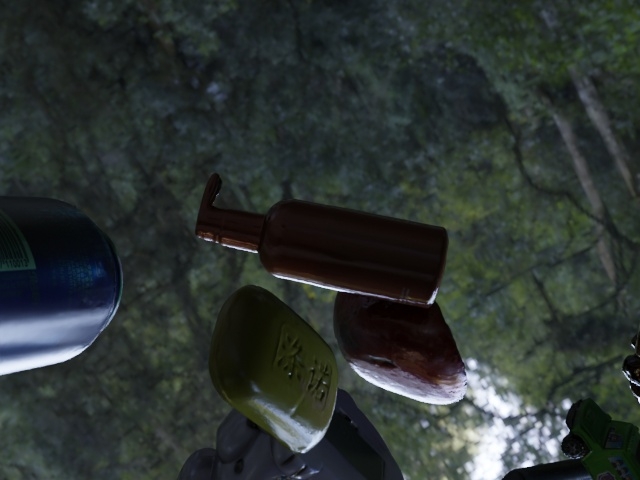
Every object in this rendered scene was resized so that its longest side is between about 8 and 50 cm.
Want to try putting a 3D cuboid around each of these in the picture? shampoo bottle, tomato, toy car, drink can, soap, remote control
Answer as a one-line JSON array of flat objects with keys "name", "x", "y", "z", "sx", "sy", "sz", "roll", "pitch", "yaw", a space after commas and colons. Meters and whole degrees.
[{"name": "shampoo bottle", "x": 0.000, "y": 0.002, "z": 1.085, "sx": 0.244, "sy": 0.085, "sz": 0.085, "roll": 14, "pitch": -144, "yaw": 2}, {"name": "tomato", "x": 0.070, "y": 0.104, "z": 1.187, "sx": 0.099, "sy": 0.173, "sz": 0.189, "roll": -19, "pitch": -130, "yaw": -14}, {"name": "toy car", "x": 0.313, "y": 0.238, "z": 1.157, "sx": 0.062, "sy": 0.165, "sz": 0.071, "roll": -30, "pitch": -171, "yaw": 32}, {"name": "drink can", "x": -0.213, "y": 0.029, "z": 0.693, "sx": 0.118, "sy": 0.118, "sz": 0.205, "roll": -22, "pitch": 172, "yaw": 19}, {"name": "soap", "x": -0.028, "y": 0.091, "z": 0.778, "sx": 0.045, "sy": 0.140, "sz": 0.089, "roll": -4, "pitch": -123, "yaw": 32}, {"name": "remote control", "x": 0.369, "y": 0.322, "z": 1.489, "sx": 0.378, "sy": 0.107, "sz": 0.044, "roll": 0, "pitch": -147, "yaw": -38}]

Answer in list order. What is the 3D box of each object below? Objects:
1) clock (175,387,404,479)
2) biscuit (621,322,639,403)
[{"name": "clock", "x": -0.069, "y": 0.252, "z": 1.020, "sx": 0.254, "sy": 0.189, "sz": 0.189, "roll": -38, "pitch": -156, "yaw": 13}, {"name": "biscuit", "x": 0.382, "y": 0.100, "z": 0.841, "sx": 0.296, "sy": 0.296, "sz": 0.075, "roll": -17, "pitch": -129, "yaw": 27}]
